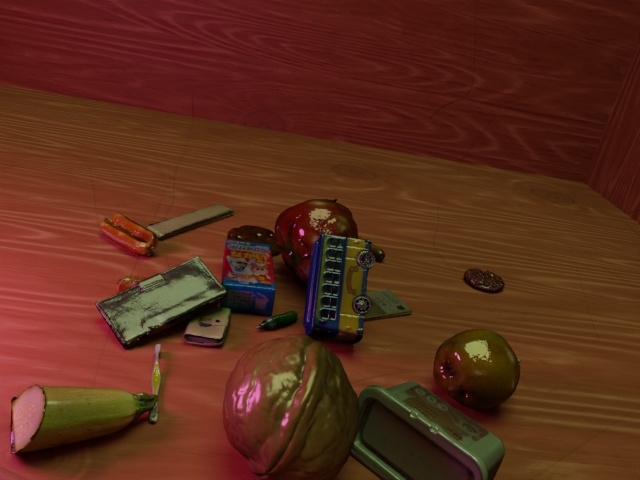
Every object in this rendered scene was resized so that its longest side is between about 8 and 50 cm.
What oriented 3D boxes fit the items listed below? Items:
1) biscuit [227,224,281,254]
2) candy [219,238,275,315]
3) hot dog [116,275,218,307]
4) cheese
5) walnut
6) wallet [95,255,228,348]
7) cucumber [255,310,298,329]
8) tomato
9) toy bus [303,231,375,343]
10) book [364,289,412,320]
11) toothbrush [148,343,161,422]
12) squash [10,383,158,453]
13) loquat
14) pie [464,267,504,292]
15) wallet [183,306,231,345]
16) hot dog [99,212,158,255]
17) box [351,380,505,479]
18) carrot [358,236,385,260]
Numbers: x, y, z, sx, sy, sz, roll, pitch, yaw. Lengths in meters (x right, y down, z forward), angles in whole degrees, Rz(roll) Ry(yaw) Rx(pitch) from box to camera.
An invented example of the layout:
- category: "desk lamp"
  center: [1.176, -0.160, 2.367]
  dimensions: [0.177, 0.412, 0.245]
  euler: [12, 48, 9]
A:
- category: "biscuit"
  center: [-0.234, -0.002, 2.154]
  dimensions: [0.212, 0.036, 0.212]
  euler: [10, 25, -5]
- category: "candy"
  center: [-0.227, 0.109, 1.842]
  dimensions: [0.157, 0.100, 0.306]
  euler: [7, 24, -10]
- category: "hot dog"
  center: [-0.433, 0.149, 1.694]
  dimensions: [0.289, 0.083, 0.068]
  euler: [9, 5, -7]
- category: "cheese"
  center: [-0.477, -0.075, 2.213]
  dimensions: [0.085, 0.034, 0.400]
  euler: [28, 29, 22]
- category: "walnut"
  center: [-0.060, 0.345, 1.207]
  dimensions: [0.252, 0.277, 0.313]
  euler: [-21, 23, 21]
- category: "wallet"
  center: [-0.422, 0.162, 1.598]
  dimensions: [0.317, 0.044, 0.169]
  euler: [-27, 57, -33]
- category: "cucumber"
  center: [-0.120, 0.231, 1.701]
  dimensions: [0.155, 0.037, 0.037]
  euler: [-13, 34, -42]
- category: "tomato"
  center: [0.000, 0.000, 1.926]
  dimensions: [0.239, 0.303, 0.303]
  euler: [-27, 40, -22]
- category: "toy bus"
  center: [0.051, 0.137, 1.678]
  dimensions: [0.175, 0.287, 0.138]
  euler: [9, -18, -7]
- category: "book"
  center: [0.180, 0.207, 1.910]
  dimensions: [0.199, 0.016, 0.138]
  euler: [-4, 28, -30]
- category: "toothbrush"
  center: [-0.385, 0.326, 1.383]
  dimensions: [0.022, 0.026, 0.263]
  euler: [-2, 27, -11]
- category: "squash"
  center: [-0.464, 0.346, 1.194]
  dimensions: [0.287, 0.137, 0.137]
  euler: [2, 26, -26]
- category: "loquat"
  center: [0.421, 0.328, 1.541]
  dimensions: [0.246, 0.213, 0.213]
  euler: [0, 27, -26]
- category: "pie"
  center: [0.611, 0.146, 2.214]
  dimensions: [0.154, 0.036, 0.154]
  euler: [11, 24, -5]
- category: "wallet"
  center: [-0.304, 0.232, 1.612]
  dimensions: [0.110, 0.039, 0.155]
  euler: [7, 24, -2]
- category: "hot dog"
  center: [-0.638, -0.017, 1.971]
  dimensions: [0.250, 0.076, 0.104]
  euler: [22, 45, 30]
- category: "box"
  center: [0.234, 0.435, 1.276]
  dimensions: [0.312, 0.175, 0.182]
  euler: [29, 20, 34]
- category: "carrot"
  center: [0.184, 0.023, 2.280]
  dimensions: [0.047, 0.047, 0.191]
  euler: [-5, 28, -32]
